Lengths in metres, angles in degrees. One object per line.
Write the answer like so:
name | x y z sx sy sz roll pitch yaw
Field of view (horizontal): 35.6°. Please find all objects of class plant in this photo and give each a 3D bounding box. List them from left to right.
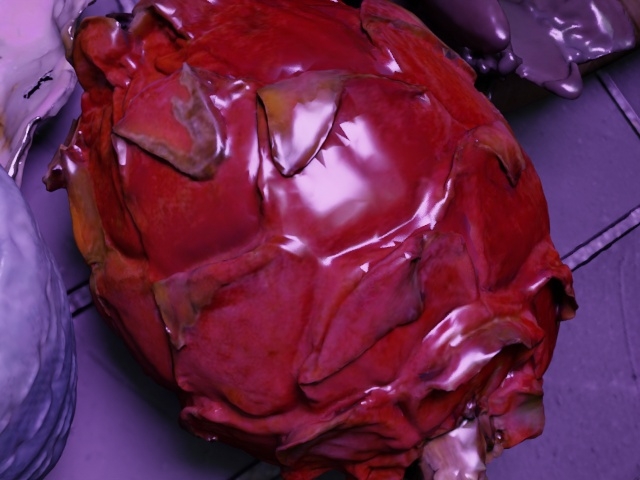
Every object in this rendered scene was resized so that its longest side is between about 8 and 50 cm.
plant | 0.061 -0.217 0.679 0.320 0.181 0.194 36 98 34

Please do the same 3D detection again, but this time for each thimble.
thimble | -0.245 0.035 0.519 0.205 0.172 0.250 -39 69 -19

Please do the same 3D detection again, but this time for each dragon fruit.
dragon fruit | 0.000 0.000 0.599 0.277 0.277 0.343 -28 79 -23

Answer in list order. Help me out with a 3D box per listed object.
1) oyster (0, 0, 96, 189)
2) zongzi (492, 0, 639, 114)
oyster | -0.247 -0.190 0.680 0.201 0.107 0.355 6 87 -1
zongzi | 0.174 -0.380 0.827 0.466 0.218 0.500 -24 72 -8
